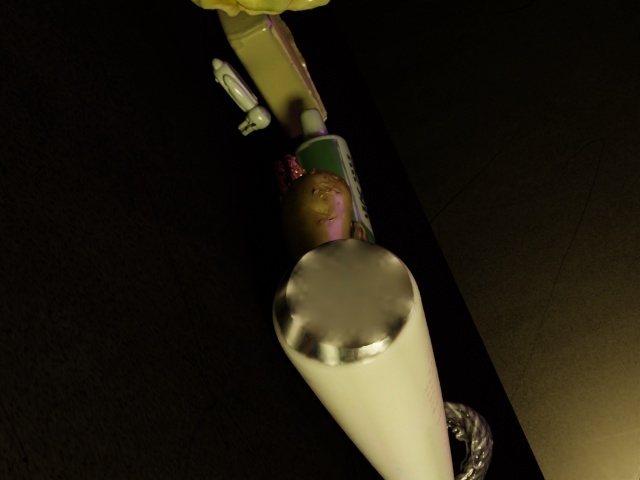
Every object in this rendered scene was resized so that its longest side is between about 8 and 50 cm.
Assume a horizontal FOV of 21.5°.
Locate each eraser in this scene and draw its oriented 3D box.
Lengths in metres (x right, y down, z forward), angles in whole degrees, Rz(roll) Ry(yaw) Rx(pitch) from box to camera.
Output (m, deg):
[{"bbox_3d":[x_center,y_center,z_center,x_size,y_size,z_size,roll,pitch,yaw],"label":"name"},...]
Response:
[{"bbox_3d":[-0.059,-0.212,1.913,0.172,0.058,0.117,57,10,-46],"label":"eraser"}]

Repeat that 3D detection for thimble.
[{"bbox_3d":[0.123,0.210,1.652,0.066,0.095,0.104,48,29,-66],"label":"thimble"}]

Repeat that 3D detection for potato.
[{"bbox_3d":[0.000,0.000,1.578,0.091,0.070,0.138,85,-3,-67],"label":"potato"}]

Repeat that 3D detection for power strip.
[{"bbox_3d":[-0.083,-0.141,1.653,0.083,0.035,0.055,52,6,7],"label":"power strip"}]

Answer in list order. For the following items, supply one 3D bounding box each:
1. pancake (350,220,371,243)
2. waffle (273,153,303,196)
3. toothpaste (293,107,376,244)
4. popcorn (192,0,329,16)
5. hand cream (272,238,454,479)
[{"bbox_3d":[0.064,0.063,1.675,0.184,0.020,0.190,-56,131,-69],"label":"pancake"},{"bbox_3d":[-0.023,-0.046,1.732,0.075,0.029,0.083,44,25,-62],"label":"waffle"},{"bbox_3d":[0.036,0.027,1.767,0.099,0.061,0.392,50,21,-63],"label":"toothpaste"},{"bbox_3d":[-0.071,-0.365,1.475,0.274,0.279,0.335,9,-65,48],"label":"popcorn"},{"bbox_3d":[0.052,0.130,1.457,0.185,0.118,0.358,62,-3,34],"label":"hand cream"}]
